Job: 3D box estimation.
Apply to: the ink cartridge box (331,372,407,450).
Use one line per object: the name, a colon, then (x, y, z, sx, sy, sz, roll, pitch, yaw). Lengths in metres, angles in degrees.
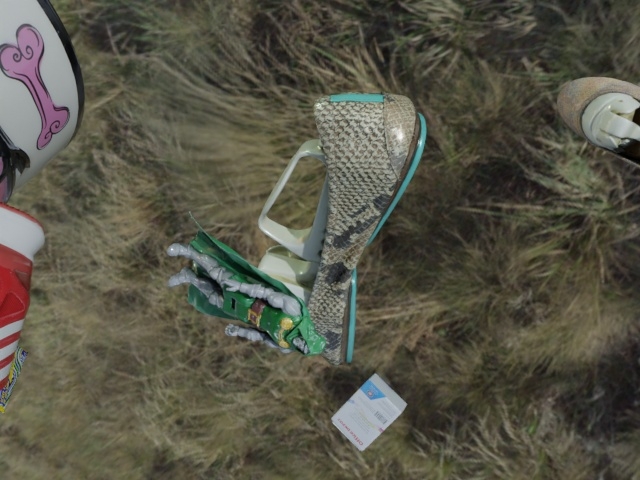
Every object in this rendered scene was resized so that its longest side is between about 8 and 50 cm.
ink cartridge box: (0.094, 0.338, 1.177, 0.088, 0.052, 0.122, 44, 108, 12)

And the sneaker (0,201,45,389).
sneaker: (-0.210, 0.025, 0.246, 0.087, 0.221, 0.128, -14, 70, 24)

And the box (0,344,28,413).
box: (-0.342, 0.102, 0.498, 0.168, 0.059, 0.054, 3, 148, 7)

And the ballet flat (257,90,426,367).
ballet flat: (0.000, 0.000, 0.848, 0.182, 0.164, 0.483, 7, 133, -7)

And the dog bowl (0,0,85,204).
dog bowl: (-0.426, -0.146, 0.498, 0.407, 0.150, 0.408, 10, 148, 6)

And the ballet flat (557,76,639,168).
ballet flat: (0.482, -0.154, 0.878, 0.316, 0.106, 0.108, 37, 121, 28)

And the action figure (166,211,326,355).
action figure: (-0.087, 0.071, 0.702, 0.232, 0.063, 0.137, 25, 128, 29)
